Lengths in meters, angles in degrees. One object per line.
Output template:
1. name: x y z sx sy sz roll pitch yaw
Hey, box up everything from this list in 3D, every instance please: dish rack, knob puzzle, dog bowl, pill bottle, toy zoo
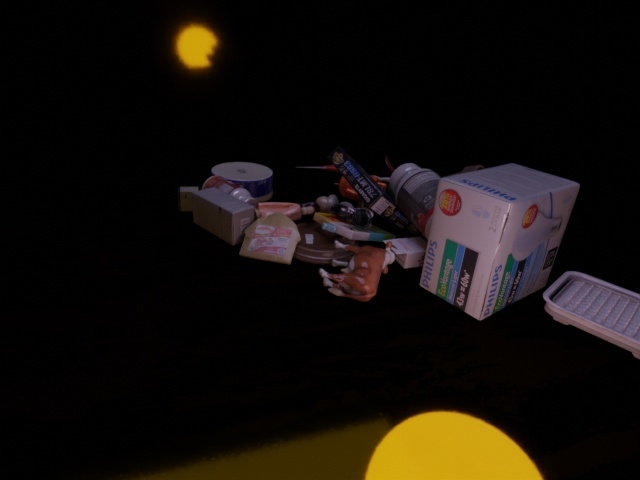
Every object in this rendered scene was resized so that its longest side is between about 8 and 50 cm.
1. dish rack: 0.814 0.211 1.207 0.333 0.072 0.286 28 35 37
2. knob puzzle: -0.158 -0.012 1.438 0.213 0.030 0.213 -1 55 2
3. dog bowl: -0.337 -0.251 1.865 0.265 0.104 0.265 4 26 -2
4. pill bottle: -0.342 -0.158 1.653 0.216 0.121 0.121 29 34 29
5. pill bottle: 0.366 -0.136 1.485 0.177 0.176 0.318 -5 39 -21
6. toy zoo: 0.109 -0.046 1.532 0.293 0.030 0.192 4 20 -46

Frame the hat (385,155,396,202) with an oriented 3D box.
1. hat: 0.301 -0.237 1.816 0.183 0.173 0.208 45 2 -6

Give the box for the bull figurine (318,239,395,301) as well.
1. bull figurine: 0.117 0.078 1.305 0.189 0.101 0.310 8 24 14

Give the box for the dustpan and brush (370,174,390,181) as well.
1. dustpan and brush: 0.259 -0.292 2.116 0.211 0.060 0.147 13 27 14

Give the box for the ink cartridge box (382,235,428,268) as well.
1. ink cartridge box: 0.306 0.039 1.459 0.182 0.061 0.104 -5 28 -21

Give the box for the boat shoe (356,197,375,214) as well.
1. boat shoe: 0.179 -0.126 1.695 0.079 0.083 0.233 16 7 5

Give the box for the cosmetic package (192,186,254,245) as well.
1. cosmetic package: -0.342 -0.090 1.518 0.238 0.127 0.107 22 31 33

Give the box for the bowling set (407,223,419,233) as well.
1. bowling set: 0.454 -0.076 1.583 0.154 0.199 0.287 -19 32 -38

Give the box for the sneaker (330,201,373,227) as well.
1. sneaker: 0.103 -0.085 1.502 0.077 0.071 0.178 -9 20 -38

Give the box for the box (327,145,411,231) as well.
1. box: 0.189 -0.190 1.633 0.293 0.073 0.295 29 21 -55

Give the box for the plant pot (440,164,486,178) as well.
1. plant pot: 0.539 -0.172 1.760 0.229 0.262 0.263 5 21 38

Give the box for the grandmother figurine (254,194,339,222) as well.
1. grandmother figurine: -0.083 -0.110 1.597 0.343 0.103 0.208 -12 14 -24

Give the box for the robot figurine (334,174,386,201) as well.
1. robot figurine: 0.176 -0.233 1.907 0.220 0.128 0.158 18 70 22

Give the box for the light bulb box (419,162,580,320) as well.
1. light bulb box: 0.518 -0.012 1.275 0.361 0.357 0.225 -15 32 -34

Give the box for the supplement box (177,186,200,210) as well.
1. supplement box: -0.505 -0.160 1.671 0.083 0.083 0.056 -2 27 -16

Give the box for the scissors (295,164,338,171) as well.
1. scissors: 0.023 -0.384 2.297 0.297 0.021 0.109 -7 31 -27

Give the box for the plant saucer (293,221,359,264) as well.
1. plant saucer: 0.000 0.000 1.504 0.278 0.041 0.278 5 27 -2
